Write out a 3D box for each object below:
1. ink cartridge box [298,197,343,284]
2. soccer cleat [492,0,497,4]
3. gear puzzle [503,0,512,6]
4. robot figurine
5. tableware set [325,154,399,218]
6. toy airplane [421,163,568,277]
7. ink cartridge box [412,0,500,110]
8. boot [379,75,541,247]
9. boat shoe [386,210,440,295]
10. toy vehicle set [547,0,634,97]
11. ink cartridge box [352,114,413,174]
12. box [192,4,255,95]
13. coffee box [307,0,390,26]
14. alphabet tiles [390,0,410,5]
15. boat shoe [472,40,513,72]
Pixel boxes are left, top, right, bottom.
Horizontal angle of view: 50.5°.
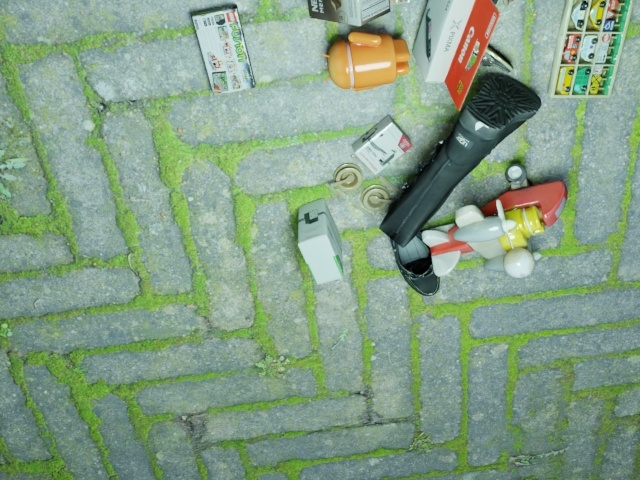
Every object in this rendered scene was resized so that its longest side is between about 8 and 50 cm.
[{"bbox_3d":[0.000,0.000,1.936,0.087,0.208,0.153,-18,121,10],"label":"ink cartridge box"},{"bbox_3d":[0.346,-0.702,1.592,0.116,0.108,0.318,-12,121,18],"label":"soccer cleat"},{"bbox_3d":[0.409,-0.715,1.516,0.044,0.175,0.339,-5,133,25],"label":"gear puzzle"},{"bbox_3d":[0.112,-0.451,1.708,0.220,0.158,0.128,-8,94,1],"label":"robot figurine"},{"bbox_3d":[0.121,-0.145,1.952,0.194,0.039,0.128,34,114,-23],"label":"tableware set"},{"bbox_3d":[0.486,0.000,1.913,0.386,0.272,0.384,-12,149,-26],"label":"toy airplane"},{"bbox_3d":[0.308,-0.483,1.595,0.060,0.238,0.275,-1,141,-14],"label":"ink cartridge box"},{"bbox_3d":[0.371,-0.208,1.836,0.146,0.367,0.445,44,133,16],"label":"boot"},{"bbox_3d":[0.290,0.058,2.049,0.127,0.113,0.340,-17,122,6],"label":"boat shoe"},{"bbox_3d":[0.701,-0.505,1.773,0.166,0.035,0.266,-2,122,-4],"label":"toy vehicle set"},{"bbox_3d":[0.170,-0.261,1.873,0.135,0.056,0.099,-38,118,18],"label":"ink cartridge box"},{"bbox_3d":[-0.241,-0.478,1.717,0.114,0.036,0.207,-10,122,2],"label":"box"},{"bbox_3d":[0.051,-0.652,1.527,0.119,0.168,0.297,-37,134,-33],"label":"coffee box"},{"bbox_3d":[0.154,-0.652,1.598,0.237,0.009,0.198,-1,125,26],"label":"alphabet tiles"},{"bbox_3d":[0.432,-0.477,1.763,0.152,0.056,0.049,32,120,-11],"label":"boat shoe"}]
